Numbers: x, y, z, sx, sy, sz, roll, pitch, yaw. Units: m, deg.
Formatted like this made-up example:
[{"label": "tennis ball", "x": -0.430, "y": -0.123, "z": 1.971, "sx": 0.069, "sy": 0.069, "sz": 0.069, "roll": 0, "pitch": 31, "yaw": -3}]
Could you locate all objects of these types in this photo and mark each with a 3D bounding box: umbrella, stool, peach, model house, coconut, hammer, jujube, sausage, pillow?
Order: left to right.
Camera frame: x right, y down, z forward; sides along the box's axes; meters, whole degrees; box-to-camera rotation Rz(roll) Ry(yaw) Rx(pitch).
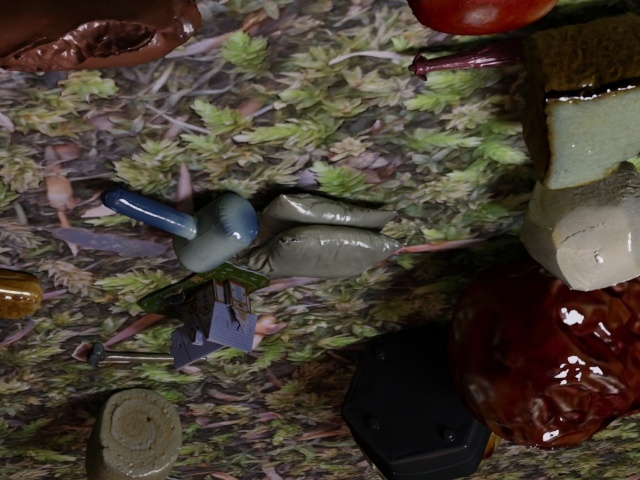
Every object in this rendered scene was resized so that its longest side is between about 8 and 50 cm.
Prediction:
[{"label": "sausage", "x": -0.273, "y": -0.192, "z": 1.295, "sx": 0.326, "sy": 0.079, "sz": 0.087, "roll": -3, "pitch": 167, "yaw": -9}, {"label": "hammer", "x": -0.252, "y": 0.172, "z": 2.054, "sx": 0.182, "sy": 0.017, "sz": 0.062, "roll": 5, "pitch": 150, "yaw": -26}, {"label": "hammer", "x": -0.172, "y": -0.026, "z": 1.655, "sx": 0.194, "sy": 0.069, "sz": 0.116, "roll": 22, "pitch": 141, "yaw": -37}, {"label": "model house", "x": -0.150, "y": 0.108, "z": 1.884, "sx": 0.167, "sy": 0.088, "sz": 0.117, "roll": -26, "pitch": 149, "yaw": 29}, {"label": "pillow", "x": 0.000, "y": 0.000, "z": 1.741, "sx": 0.181, "sy": 0.078, "sz": 0.134, "roll": 6, "pitch": 152, "yaw": -32}, {"label": "stool", "x": 0.149, "y": 0.247, "z": 2.106, "sx": 0.232, "sy": 0.232, "sz": 0.141, "roll": -12, "pitch": 150, "yaw": 6}, {"label": "peach", "x": 0.147, "y": -0.252, "z": 1.284, "sx": 0.151, "sy": 0.151, "sz": 0.118, "roll": -42, "pitch": -178, "yaw": 46}, {"label": "umbrella", "x": 0.172, "y": -0.193, "z": 1.478, "sx": 0.165, "sy": 0.025, "sz": 0.027, "roll": -10, "pitch": 131, "yaw": -8}, {"label": "jujube", "x": 0.332, "y": 0.149, "z": 1.930, "sx": 0.377, "sy": 0.276, "sz": 0.276, "roll": 13, "pitch": 145, "yaw": -42}, {"label": "coconut", "x": 0.324, "y": -0.018, "z": 1.716, "sx": 0.162, "sy": 0.161, "sz": 0.161, "roll": -24, "pitch": 150, "yaw": 13}]

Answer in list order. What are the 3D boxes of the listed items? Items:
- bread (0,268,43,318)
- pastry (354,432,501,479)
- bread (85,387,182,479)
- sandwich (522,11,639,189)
[{"label": "bread", "x": -0.405, "y": 0.066, "z": 1.780, "sx": 0.110, "sy": 0.044, "sz": 0.083, "roll": 12, "pitch": 149, "yaw": -32}, {"label": "pastry", "x": 0.192, "y": 0.316, "z": 2.298, "sx": 0.256, "sy": 0.170, "sz": 0.237, "roll": -9, "pitch": 156, "yaw": -10}, {"label": "bread", "x": -0.289, "y": 0.318, "z": 2.175, "sx": 0.134, "sy": 0.148, "sz": 0.141, "roll": 15, "pitch": 147, "yaw": -10}, {"label": "sandwich", "x": 0.353, "y": -0.156, "z": 1.511, "sx": 0.273, "sy": 0.095, "sz": 0.249, "roll": -14, "pitch": 154, "yaw": 0}]
